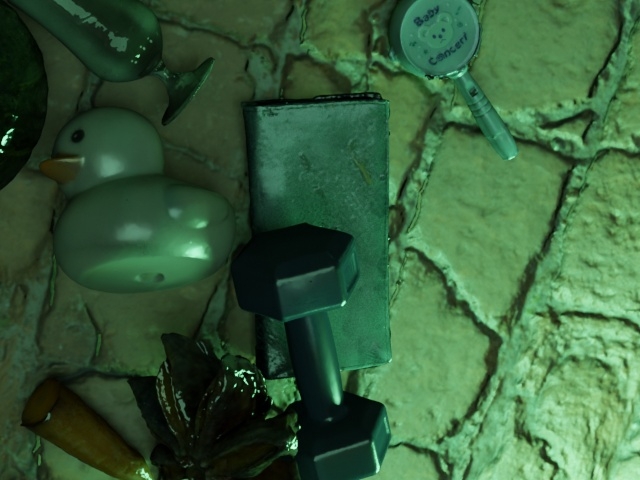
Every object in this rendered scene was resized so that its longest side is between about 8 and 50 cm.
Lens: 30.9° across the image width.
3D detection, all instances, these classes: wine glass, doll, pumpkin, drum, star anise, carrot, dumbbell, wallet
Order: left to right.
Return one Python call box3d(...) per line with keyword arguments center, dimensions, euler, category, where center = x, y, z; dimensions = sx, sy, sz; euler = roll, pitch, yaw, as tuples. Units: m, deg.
box3d(center=(-0.448, -0.158, 1.261), dimensions=(0.300, 0.207, 0.300), euler=(-4, 105, -13), category="pumpkin")
box3d(center=(-0.287, 0.261, 1.499), dimensions=(0.205, 0.072, 0.072), euler=(41, 93, -26), category="carrot")
box3d(center=(-0.243, -0.242, 1.346), dimensions=(0.231, 0.103, 0.103), euler=(38, 94, -17), category="wine glass")
box3d(center=(-0.221, -0.052, 1.380), dimensions=(0.251, 0.221, 0.221), euler=(10, 104, -40), category="doll")
box3d(center=(-0.118, 0.259, 1.438), dimensions=(0.117, 0.331, 0.332), euler=(-21, 113, -40), category="star anise")
box3d(center=(-0.008, 0.146, 1.445), dimensions=(0.144, 0.160, 0.325), euler=(-29, 118, -35), category="dumbbell")
box3d(center=(0.000, 0.000, 1.500), dimensions=(0.190, 0.046, 0.379), euler=(-5, 109, -10), category="wallet")
box3d(center=(0.164, -0.202, 1.487), dimensions=(0.130, 0.049, 0.253), euler=(-22, 109, -7), category="drum")
